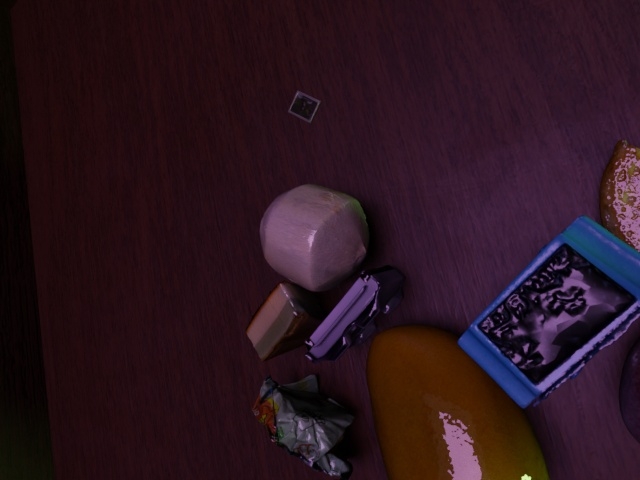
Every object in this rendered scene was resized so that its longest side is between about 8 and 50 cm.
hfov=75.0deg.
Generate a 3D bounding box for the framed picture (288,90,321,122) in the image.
[{"bbox_3d":[-0.046,-0.370,1.152,0.089,0.006,0.066,35,106,28],"label":"framed picture"}]

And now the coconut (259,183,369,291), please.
[{"bbox_3d":[0.000,0.000,0.974,0.247,0.245,0.245,29,102,28],"label":"coconut"}]

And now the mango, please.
[{"bbox_3d":[0.243,0.370,0.814,0.300,0.232,0.446,-41,59,28],"label":"mango"}]

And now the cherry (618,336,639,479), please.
[{"bbox_3d":[0.580,0.246,0.632,0.213,0.183,0.266,3,76,18],"label":"cherry"}]

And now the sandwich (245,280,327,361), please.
[{"bbox_3d":[-0.057,0.181,1.025,0.108,0.186,0.220,54,132,23],"label":"sandwich"}]

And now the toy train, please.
[{"bbox_3d":[0.394,0.125,0.705,0.188,0.265,0.300,46,109,28],"label":"toy train"}]

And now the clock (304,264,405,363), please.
[{"bbox_3d":[0.085,0.171,0.942,0.083,0.186,0.253,44,110,20],"label":"clock"}]

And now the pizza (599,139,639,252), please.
[{"bbox_3d":[0.595,-0.047,0.712,0.197,0.058,0.293,-20,79,28],"label":"pizza"}]

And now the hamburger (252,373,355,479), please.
[{"bbox_3d":[-0.016,0.426,0.990,0.276,0.260,0.151,38,82,-6],"label":"hamburger"}]
